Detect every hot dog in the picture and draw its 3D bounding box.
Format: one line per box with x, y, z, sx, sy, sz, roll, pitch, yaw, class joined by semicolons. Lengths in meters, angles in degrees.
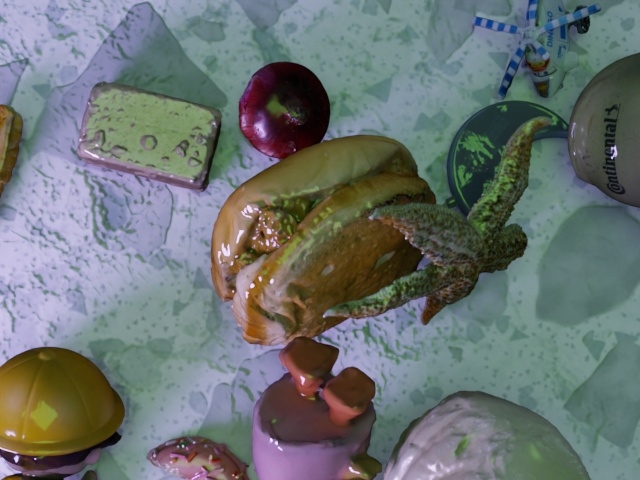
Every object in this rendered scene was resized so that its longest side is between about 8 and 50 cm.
-0.443;-0.076;1.767;0.066;0.047;0.216;12;80;36;hot dog

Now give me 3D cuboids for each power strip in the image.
0.236;-0.102;1.795;0.137;0.044;0.216;39;83;2;power strip

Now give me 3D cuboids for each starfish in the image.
0.159;0.024;1.638;0.358;0.347;0.078;-37;65;-17;starfish

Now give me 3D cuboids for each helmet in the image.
0.396;-0.127;1.743;0.137;0.204;0.258;-5;99;15;helmet

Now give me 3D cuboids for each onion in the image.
-0.048;-0.170;1.756;0.131;0.131;0.131;0;83;-2;onion

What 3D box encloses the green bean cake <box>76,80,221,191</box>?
-0.226;-0.139;1.763;0.179;0.085;0.109;15;84;-1;green bean cake

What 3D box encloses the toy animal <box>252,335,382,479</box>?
-0.005;0.278;1.655;0.169;0.281;0.195;-32;47;-25;toy animal

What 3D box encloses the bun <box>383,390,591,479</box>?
0.201;0.367;1.609;0.227;0.352;0.349;-21;47;-15;bun

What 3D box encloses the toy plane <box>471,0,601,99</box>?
0.300;-0.333;1.802;0.182;0.107;0.273;-20;74;34;toy plane

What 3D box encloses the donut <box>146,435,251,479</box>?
-0.144;0.323;1.723;0.117;0.065;0.166;-30;87;-4;donut

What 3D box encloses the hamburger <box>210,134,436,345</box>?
0.003;0.001;1.650;0.284;0.304;0.174;-25;74;-14;hamburger

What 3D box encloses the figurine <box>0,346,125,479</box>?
-0.348;0.263;1.674;0.192;0.167;0.257;5;85;-15;figurine
